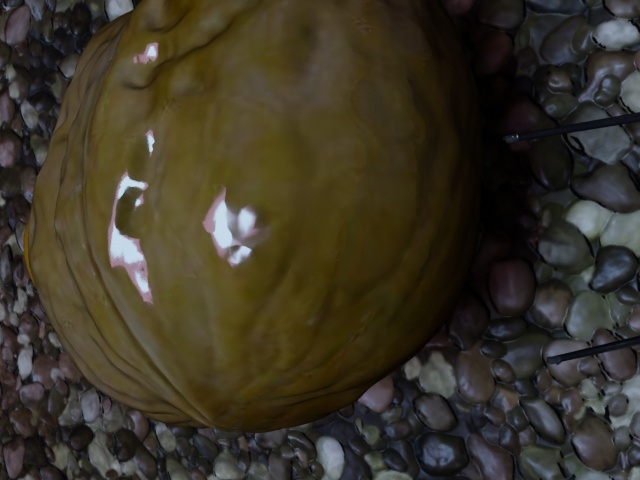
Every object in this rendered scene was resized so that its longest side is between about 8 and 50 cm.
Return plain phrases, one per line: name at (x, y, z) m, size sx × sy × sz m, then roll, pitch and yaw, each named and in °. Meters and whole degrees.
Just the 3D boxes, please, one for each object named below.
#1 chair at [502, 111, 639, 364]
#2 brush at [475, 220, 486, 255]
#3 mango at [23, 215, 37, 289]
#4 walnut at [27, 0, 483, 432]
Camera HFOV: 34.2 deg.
chair at (0.279, -0.019, 0.689) m, size 0.172 × 0.247 × 0.158 m, roll -10°, pitch 90°, yaw 59°
brush at (0.000, 0.000, 0.971) m, size 0.337 × 0.020 × 0.085 m, roll 0°, pitch 95°, yaw 34°
mango at (-0.256, 0.029, 1.110) m, size 0.115 × 0.089 × 0.165 m, roll -27°, pitch 84°, yaw 36°
walnut at (-0.042, -0.043, 0.793) m, size 0.354 × 0.308 × 0.397 m, roll -28°, pitch 43°, yaw 50°
